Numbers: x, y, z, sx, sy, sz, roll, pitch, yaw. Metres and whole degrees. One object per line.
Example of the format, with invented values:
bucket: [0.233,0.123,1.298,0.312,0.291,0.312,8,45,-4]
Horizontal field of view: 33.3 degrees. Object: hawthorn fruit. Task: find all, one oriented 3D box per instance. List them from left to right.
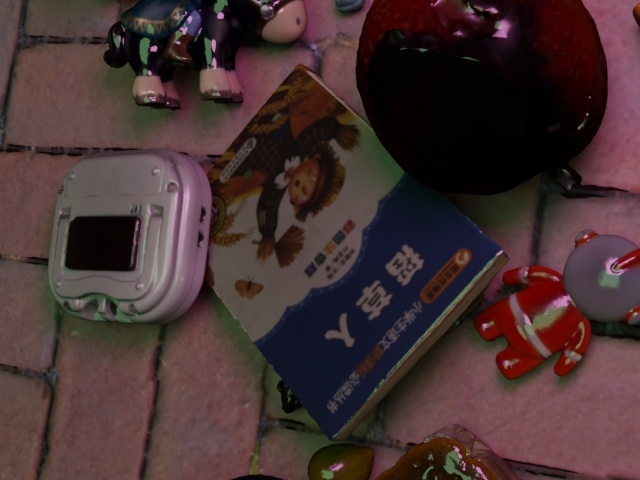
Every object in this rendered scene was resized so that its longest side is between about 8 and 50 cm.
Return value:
hawthorn fruit: [0.176,-0.193,1.212,0.316,0.316,0.315,-3,82,22]

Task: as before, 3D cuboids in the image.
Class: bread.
bread: [0.154,0.339,1.255,0.192,0.110,0.210,-45,70,12]

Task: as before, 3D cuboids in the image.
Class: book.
book: [0.000,0.000,1.343,0.300,0.039,0.428,-50,53,9]

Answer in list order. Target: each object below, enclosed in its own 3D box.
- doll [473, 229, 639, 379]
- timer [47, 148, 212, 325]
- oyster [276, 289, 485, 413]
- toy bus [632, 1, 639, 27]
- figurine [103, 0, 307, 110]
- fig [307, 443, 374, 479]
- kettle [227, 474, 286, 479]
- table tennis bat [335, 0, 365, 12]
doll: [0.297,0.067,1.253,0.245,0.076,0.142,-36,72,18]
timer: [-0.266,-0.006,1.458,0.262,0.087,0.236,0,79,36]
oyster: [0.073,0.105,1.345,0.345,0.078,0.128,-40,79,10]
toy bus: [0.418,-0.231,1.236,0.088,0.083,0.194,-17,78,20]
figurine: [-0.192,-0.373,1.443,0.306,0.241,0.411,-34,82,24]
fig: [0.028,0.285,1.335,0.088,0.074,0.074,-27,73,-2]
kettle: [-0.098,0.402,1.253,0.268,0.290,0.207,22,91,22]
table tennis bat: [0.026,-0.423,1.447,0.153,0.040,0.244,-13,74,21]
